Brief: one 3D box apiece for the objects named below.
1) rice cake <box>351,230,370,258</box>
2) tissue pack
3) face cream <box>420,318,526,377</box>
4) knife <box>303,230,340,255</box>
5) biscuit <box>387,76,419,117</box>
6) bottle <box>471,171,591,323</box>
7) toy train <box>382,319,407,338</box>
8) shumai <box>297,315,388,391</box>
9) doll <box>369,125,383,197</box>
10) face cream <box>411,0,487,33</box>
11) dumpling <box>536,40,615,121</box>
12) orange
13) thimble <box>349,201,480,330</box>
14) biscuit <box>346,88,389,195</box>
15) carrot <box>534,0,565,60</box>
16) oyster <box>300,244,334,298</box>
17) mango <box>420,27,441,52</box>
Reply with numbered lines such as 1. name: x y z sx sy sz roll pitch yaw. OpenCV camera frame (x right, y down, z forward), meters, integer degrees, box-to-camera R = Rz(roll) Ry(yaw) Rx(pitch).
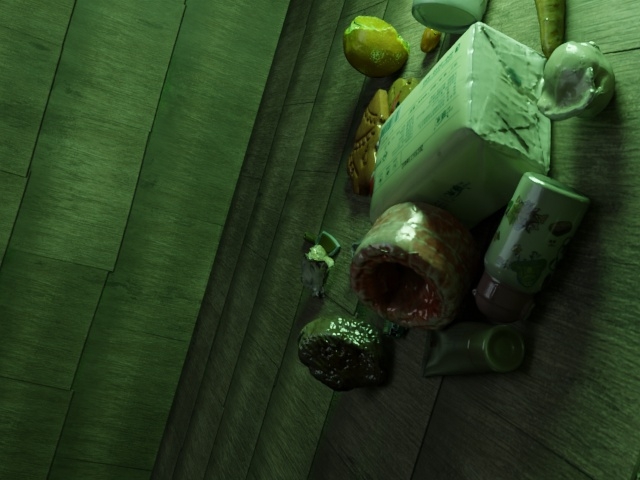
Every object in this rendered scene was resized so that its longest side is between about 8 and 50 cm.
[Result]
1. rice cake: 0.152 -0.010 1.850 0.270 0.049 0.055 -42 59 57
2. tissue pack: 0.269 -0.189 1.422 0.380 0.207 0.297 -43 32 56
3. face cream: 0.265 0.201 1.348 0.341 0.084 0.137 154 126 -74
4. knife: 0.000 -0.001 2.287 0.061 0.027 0.343 -69 20 4
5. biscuit: 0.217 -0.378 1.975 0.225 0.036 0.165 -113 41 -61
6. bottle: 0.345 0.021 1.199 0.120 0.121 0.253 -120 47 -64
7. toy train: 0.182 0.155 1.655 0.071 0.038 0.147 163 122 -67
8. shumai: 0.073 0.264 1.742 0.185 0.218 0.183 -17 -80 -67
9. doll: 0.187 -0.124 1.676 0.130 0.161 0.290 2 97 46
10. face cream: 0.315 -0.608 1.673 0.175 0.175 0.194 180 106 -70
11. dumpling: 0.428 -0.264 1.207 0.136 0.118 0.199 -49 10 47
12. orange: 0.153 -0.557 2.069 0.158 0.179 0.237 -64 23 19
13. thimble: 0.185 0.051 1.379 0.162 0.239 0.239 -57 6 -38
14. biscuit: 0.137 -0.283 2.053 0.284 0.043 0.306 -142 63 -73
15. carrot: 0.444 -0.451 1.382 0.078 0.078 0.298 142 134 -59
16. oyster: 0.002 0.094 2.158 0.191 0.081 0.163 171 86 -70
17. mango: 0.289 -0.530 1.886 0.089 0.046 0.060 117 164 -64
